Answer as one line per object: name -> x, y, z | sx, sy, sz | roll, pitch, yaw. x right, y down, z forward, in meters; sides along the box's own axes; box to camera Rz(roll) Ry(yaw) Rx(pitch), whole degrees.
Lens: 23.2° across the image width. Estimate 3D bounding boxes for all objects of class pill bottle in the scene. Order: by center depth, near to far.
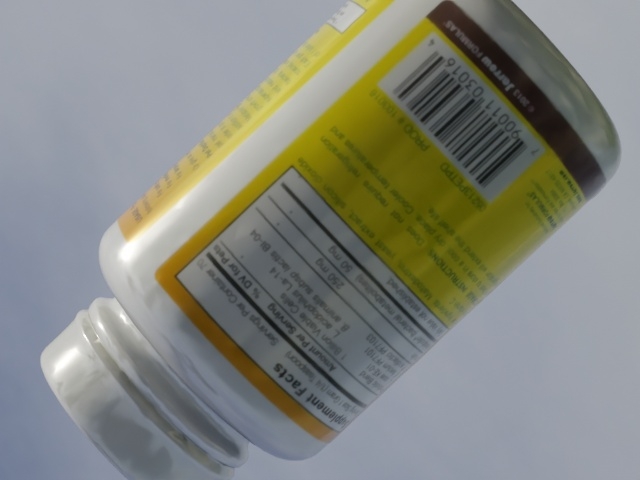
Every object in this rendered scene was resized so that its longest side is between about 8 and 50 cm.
pill bottle -> 0.000, 0.000, 0.585 | 0.117, 0.215, 0.117 | 47, -178, -2
